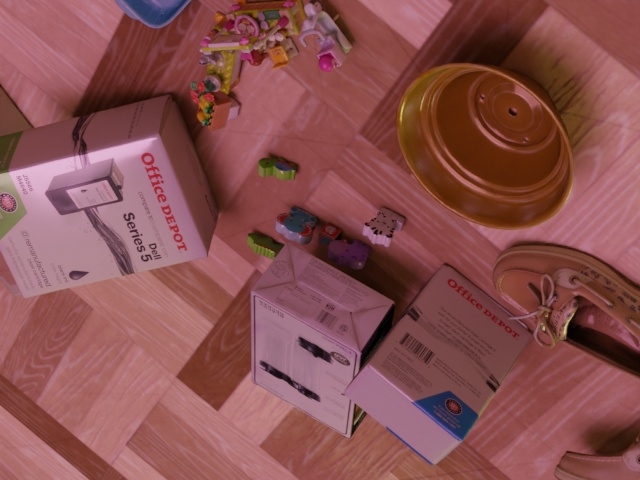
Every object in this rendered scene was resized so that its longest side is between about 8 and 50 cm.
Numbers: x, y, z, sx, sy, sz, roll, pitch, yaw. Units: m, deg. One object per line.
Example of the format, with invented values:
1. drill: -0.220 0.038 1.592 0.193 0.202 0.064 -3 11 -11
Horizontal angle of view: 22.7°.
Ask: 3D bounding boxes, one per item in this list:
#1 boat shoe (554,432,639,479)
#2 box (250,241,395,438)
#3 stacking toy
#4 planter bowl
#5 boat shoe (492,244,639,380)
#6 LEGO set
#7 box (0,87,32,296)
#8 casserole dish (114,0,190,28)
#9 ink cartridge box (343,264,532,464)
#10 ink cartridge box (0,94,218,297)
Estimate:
1. boat shoe: 0.432 0.274 1.963 0.302 0.109 0.098 1 86 37
2. box: -0.002 0.138 2.110 0.169 0.087 0.290 29 154 14
3. stacking toy: 0.000 0.000 2.073 0.221 0.052 0.167 27 137 16
4. planter bowl: 0.200 -0.125 1.784 0.217 0.090 0.217 21 135 22
5. boat shoe: 0.325 0.092 1.879 0.285 0.089 0.104 22 136 21
6. LEGO set: -0.102 -0.211 1.923 0.287 0.107 0.132 -24 108 46
7. box: -0.465 -0.086 2.295 0.148 0.121 0.311 -24 109 45
8. casserole dish: -0.192 -0.336 1.937 0.114 0.037 0.188 46 138 -6
9. ink cartridge box: 0.148 0.152 1.980 0.148 0.203 0.086 39 141 3
10. ink cartridge box: -0.297 -0.057 2.117 0.273 0.114 0.198 -13 121 12
